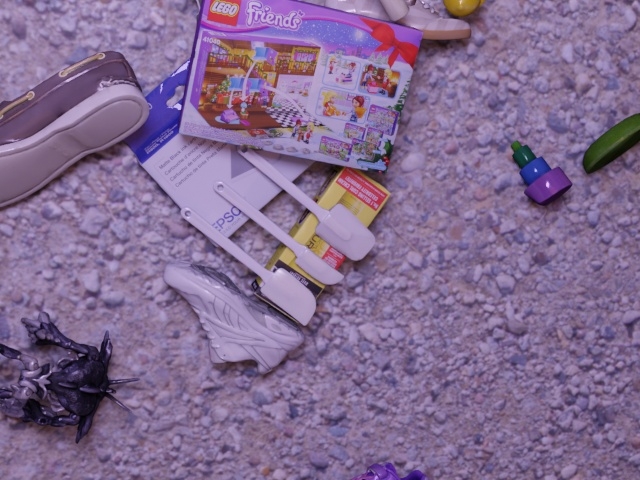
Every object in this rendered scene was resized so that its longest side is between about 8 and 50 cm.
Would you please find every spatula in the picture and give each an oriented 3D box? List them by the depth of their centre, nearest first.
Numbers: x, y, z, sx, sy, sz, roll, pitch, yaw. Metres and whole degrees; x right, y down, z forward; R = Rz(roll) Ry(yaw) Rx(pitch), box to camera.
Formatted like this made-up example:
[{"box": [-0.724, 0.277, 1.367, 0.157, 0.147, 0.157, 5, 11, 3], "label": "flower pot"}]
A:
[{"box": [-0.060, -0.016, 1.338, 0.242, 0.019, 0.168, 40, 97, -10], "label": "spatula"}]

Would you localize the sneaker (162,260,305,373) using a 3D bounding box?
[{"box": [-0.140, 0.119, 1.368, 0.232, 0.090, 0.115, 35, 96, -16], "label": "sneaker"}]

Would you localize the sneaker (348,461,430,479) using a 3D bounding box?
[{"box": [0.073, 0.392, 1.473, 0.236, 0.095, 0.105, 9, 93, -19], "label": "sneaker"}]

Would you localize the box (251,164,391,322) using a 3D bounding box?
[{"box": [0.000, 0.000, 1.385, 0.087, 0.058, 0.232, 36, 92, -14], "label": "box"}]

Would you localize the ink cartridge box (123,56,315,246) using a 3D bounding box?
[{"box": [-0.137, -0.144, 1.333, 0.223, 0.045, 0.224, -42, 106, -1], "label": "ink cartridge box"}]

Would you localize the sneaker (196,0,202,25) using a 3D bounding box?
[{"box": [-0.130, -0.314, 1.294, 0.086, 0.064, 0.192, -41, 107, 7], "label": "sneaker"}]

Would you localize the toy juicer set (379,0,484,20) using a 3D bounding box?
[{"box": [0.141, -0.398, 1.292, 0.329, 0.089, 0.209, -27, 113, -28], "label": "toy juicer set"}]

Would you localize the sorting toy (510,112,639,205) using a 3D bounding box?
[{"box": [0.439, -0.199, 1.434, 0.365, 0.127, 0.126, -34, 77, -1], "label": "sorting toy"}]

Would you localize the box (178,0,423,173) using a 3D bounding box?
[{"box": [-0.028, -0.216, 1.275, 0.293, 0.057, 0.201, 11, 107, -13], "label": "box"}]

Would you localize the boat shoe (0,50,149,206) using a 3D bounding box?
[{"box": [-0.384, -0.140, 1.254, 0.324, 0.116, 0.097, -28, 65, 6], "label": "boat shoe"}]

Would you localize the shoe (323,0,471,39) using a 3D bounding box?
[{"box": [0.110, -0.318, 1.333, 0.219, 0.076, 0.058, 6, 105, -11], "label": "shoe"}]

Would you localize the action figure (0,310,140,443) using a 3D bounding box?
[{"box": [-0.391, 0.180, 1.304, 0.275, 0.141, 0.164, 20, 89, -42], "label": "action figure"}]
